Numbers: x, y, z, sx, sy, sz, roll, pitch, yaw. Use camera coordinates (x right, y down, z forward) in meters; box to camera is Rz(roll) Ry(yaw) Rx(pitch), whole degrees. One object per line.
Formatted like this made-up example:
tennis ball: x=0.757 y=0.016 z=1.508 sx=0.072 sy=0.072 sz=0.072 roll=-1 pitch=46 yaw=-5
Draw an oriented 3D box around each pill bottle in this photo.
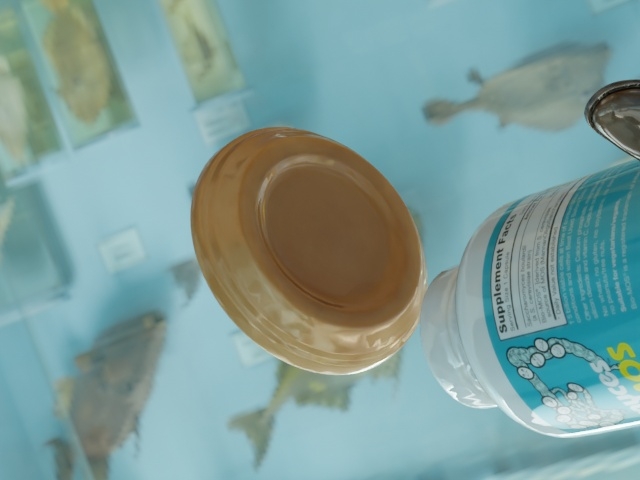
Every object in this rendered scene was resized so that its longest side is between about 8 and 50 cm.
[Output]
pill bottle: x=0.177 y=0.030 z=0.881 sx=0.146 sy=0.146 sz=0.264 roll=-22 pitch=-179 yaw=-42

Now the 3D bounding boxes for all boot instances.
boot: x=0.175 y=-0.018 z=0.685 sx=0.106 sy=0.114 sz=0.037 roll=17 pitch=123 yaw=-25

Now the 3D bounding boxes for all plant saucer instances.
plant saucer: x=0.000 y=0.000 z=1.154 sx=0.200 sy=0.200 sz=0.037 roll=-22 pitch=167 yaw=-42
